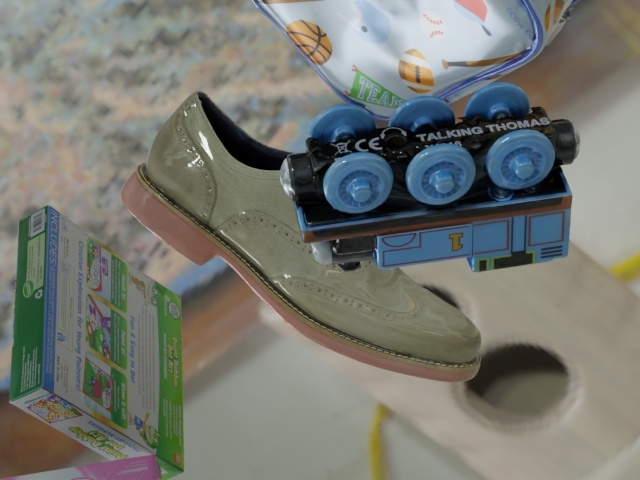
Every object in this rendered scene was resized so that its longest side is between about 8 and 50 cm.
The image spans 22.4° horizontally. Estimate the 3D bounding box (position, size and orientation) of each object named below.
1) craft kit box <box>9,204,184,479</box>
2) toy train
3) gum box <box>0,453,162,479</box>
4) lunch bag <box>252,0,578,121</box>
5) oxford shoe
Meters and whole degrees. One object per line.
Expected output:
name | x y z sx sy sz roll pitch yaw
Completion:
craft kit box | -0.251 0.121 1.859 0.061 0.246 0.250 -27 48 27
toy train | 0.068 -0.031 0.988 0.184 0.105 0.080 -9 38 -6
gum box | -0.263 0.305 1.758 0.062 0.188 0.107 86 175 -68
lunch bag | 0.044 -0.230 1.126 0.243 0.303 0.115 -25 21 54
oxford shoe | 0.000 0.000 1.581 0.146 0.397 0.140 -60 -1 18
